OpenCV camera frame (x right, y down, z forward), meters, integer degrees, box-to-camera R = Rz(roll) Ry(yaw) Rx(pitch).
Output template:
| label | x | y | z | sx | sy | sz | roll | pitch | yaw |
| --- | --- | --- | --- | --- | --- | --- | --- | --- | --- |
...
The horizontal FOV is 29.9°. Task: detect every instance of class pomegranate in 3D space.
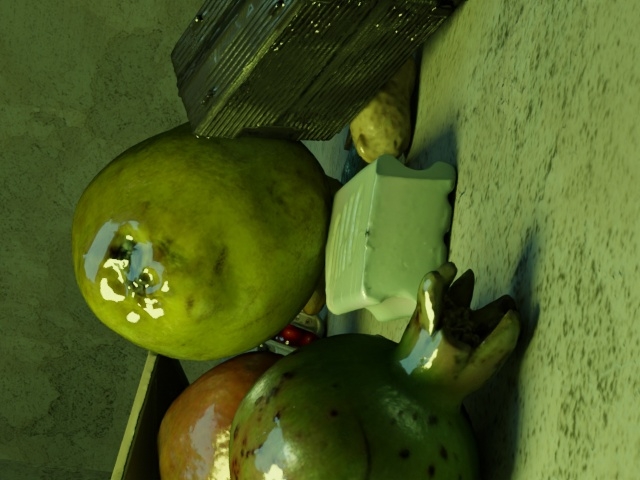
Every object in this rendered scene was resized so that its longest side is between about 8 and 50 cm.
| label | x | y | z | sx | sy | sz | roll | pitch | yaw |
| --- | --- | --- | --- | --- | --- | --- | --- | --- | --- |
| pomegranate | 0.050 | 0.158 | 1.070 | 0.305 | 0.242 | 0.242 | -62 | 7 | -5 |

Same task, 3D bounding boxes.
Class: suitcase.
| label | x | y | z | sx | sy | sz | roll | pitch | yaw |
| --- | --- | --- | --- | --- | --- | --- | --- | --- | --- |
| suitcase | -0.012 | -0.263 | 1.441 | 0.335 | 0.230 | 0.152 | -43 | 55 | 47 |

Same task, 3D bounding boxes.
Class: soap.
| label | x | y | z | sx | sy | sz | roll | pitch | yaw |
| --- | --- | --- | --- | --- | --- | --- | --- | --- | --- |
| soap | 0.072 | 0.004 | 1.423 | 0.289 | 0.095 | 0.172 | 148 | 131 | -79 |

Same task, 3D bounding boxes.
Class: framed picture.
| label | x | y | z | sx | sy | sz | roll | pitch | yaw |
| --- | --- | --- | --- | --- | --- | --- | --- | --- | --- |
| framed picture | -0.228 | 0.303 | 1.705 | 0.211 | 0.020 | 0.289 | 74 | -161 | -43 |

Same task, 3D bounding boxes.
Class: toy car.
| label | x | y | z | sx | sy | sz | roll | pitch | yaw |
| --- | --- | --- | --- | --- | --- | --- | --- | --- | --- |
| toy car | -0.039 | 0.167 | 2.018 | 0.139 | 0.112 | 0.112 | 95 | -165 | -65 |

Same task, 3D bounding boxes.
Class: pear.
| label | x | y | z | sx | sy | sz | roll | pitch | yaw |
| --- | --- | --- | --- | --- | --- | --- | --- | --- | --- |
| pear | -0.151 | -0.005 | 1.628 | 0.413 | 0.352 | 0.351 | -56 | -17 | -56 |

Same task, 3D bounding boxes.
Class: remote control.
| label | x | y | z | sx | sy | sz | roll | pitch | yaw |
| --- | --- | --- | --- | --- | --- | --- | --- | --- | --- |
| remote control | 0.068 | -0.134 | 1.787 | 0.233 | 0.038 | 0.098 | 108 | 168 | -50 |

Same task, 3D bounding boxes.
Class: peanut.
| label | x | y | z | sx | sy | sz | roll | pitch | yaw |
| --- | --- | --- | --- | --- | --- | --- | --- | --- | --- |
| peanut | 0.079 | -0.201 | 1.580 | 0.099 | 0.100 | 0.214 | 122 | 151 | -69 |

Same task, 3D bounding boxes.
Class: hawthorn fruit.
| label | x | y | z | sx | sy | sz | roll | pitch | yaw |
| --- | --- | --- | --- | --- | --- | --- | --- | --- | --- |
| hawthorn fruit | -0.081 | 0.276 | 1.621 | 0.300 | 0.268 | 0.267 | -57 | 21 | 33 |

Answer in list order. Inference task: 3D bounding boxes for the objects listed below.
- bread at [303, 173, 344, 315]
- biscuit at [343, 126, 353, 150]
| label | x | y | z | sx | sy | sz | roll | pitch | yaw |
| --- | --- | --- | --- | --- | --- | --- | --- | --- | --- |
| bread | 0.000 | 0.000 | 1.808 | 0.160 | 0.088 | 0.233 | 63 | 142 | 24 |
| biscuit | 0.064 | -0.193 | 1.886 | 0.140 | 0.023 | 0.118 | 111 | 174 | -50 |
